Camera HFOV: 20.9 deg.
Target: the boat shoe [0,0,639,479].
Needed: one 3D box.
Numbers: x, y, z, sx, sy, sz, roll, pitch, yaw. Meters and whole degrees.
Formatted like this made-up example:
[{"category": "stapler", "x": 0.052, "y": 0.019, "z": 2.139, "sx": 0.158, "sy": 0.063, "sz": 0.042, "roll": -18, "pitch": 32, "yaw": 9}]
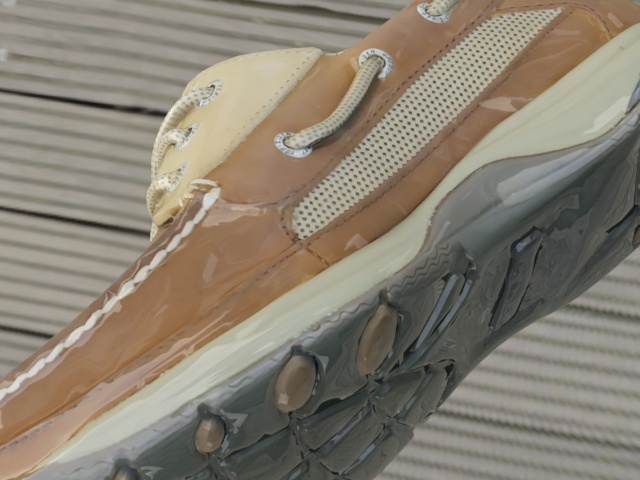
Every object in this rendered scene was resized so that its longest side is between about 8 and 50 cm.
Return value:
[{"category": "boat shoe", "x": 0.000, "y": 0.000, "z": 0.573, "sx": 0.120, "sy": 0.324, "sz": 0.122, "roll": 40, "pitch": 141, "yaw": 23}]
